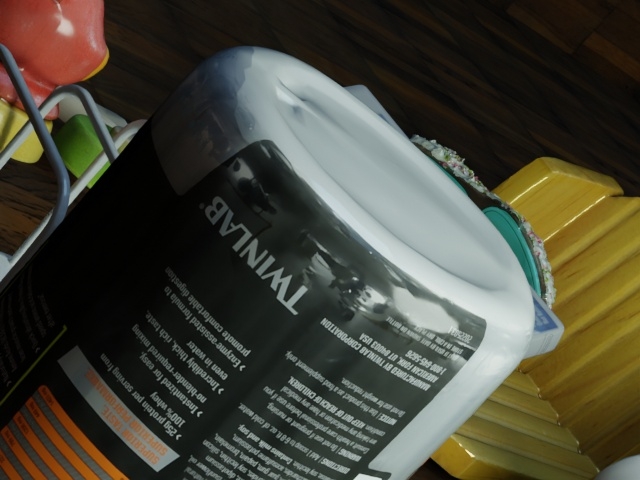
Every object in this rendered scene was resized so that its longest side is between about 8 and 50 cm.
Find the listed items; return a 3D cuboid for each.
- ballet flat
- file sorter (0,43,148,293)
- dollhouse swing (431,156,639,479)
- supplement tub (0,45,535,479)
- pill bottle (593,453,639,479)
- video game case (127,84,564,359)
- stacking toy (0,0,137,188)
[{"bbox_3d":[0.151,-0.011,1.660,0.077,0.091,0.241,5,40,-46],"label":"ballet flat"},{"bbox_3d":[-0.138,0.024,1.192,0.278,0.173,0.193,26,24,-43],"label":"file sorter"},{"bbox_3d":[0.210,0.064,1.698,0.347,0.315,0.305,57,6,38],"label":"dollhouse swing"},{"bbox_3d":[-0.074,0.089,0.890,0.207,0.338,0.207,38,17,-14],"label":"supplement tub"},{"bbox_3d":[0.248,0.290,1.300,0.152,0.152,0.272,34,37,-24],"label":"pill bottle"},{"bbox_3d":[0.000,0.000,1.548,0.300,0.036,0.329,-13,51,-34],"label":"video game case"},{"bbox_3d":[-0.186,-0.144,1.365,0.279,0.130,0.309,32,10,-34],"label":"stacking toy"}]
